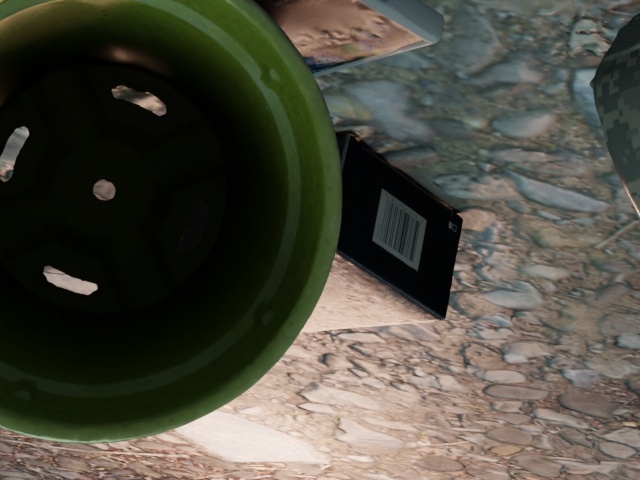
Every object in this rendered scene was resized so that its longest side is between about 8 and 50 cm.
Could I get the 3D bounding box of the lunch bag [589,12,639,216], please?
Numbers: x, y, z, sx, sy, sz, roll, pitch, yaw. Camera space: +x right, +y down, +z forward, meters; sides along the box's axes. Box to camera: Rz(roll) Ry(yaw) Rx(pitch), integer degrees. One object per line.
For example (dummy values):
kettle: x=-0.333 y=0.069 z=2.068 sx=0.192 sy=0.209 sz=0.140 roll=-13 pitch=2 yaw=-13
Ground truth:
lunch bag: x=0.313 y=-0.056 z=0.798 sx=0.256 sy=0.212 sz=0.305 roll=43 pitch=148 yaw=-16

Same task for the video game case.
video game case: x=-0.049 y=-0.149 z=0.968 sx=0.173 sy=0.022 sz=0.190 roll=27 pitch=159 yaw=-32

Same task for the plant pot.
plant pot: x=-0.139 y=-0.031 z=0.989 sx=0.276 sy=0.276 sz=0.254 roll=14 pitch=-179 yaw=-8

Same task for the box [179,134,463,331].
box: x=0.000 y=0.000 z=1.236 sx=0.158 sy=0.093 sz=0.156 roll=-7 pitch=152 yaw=40
